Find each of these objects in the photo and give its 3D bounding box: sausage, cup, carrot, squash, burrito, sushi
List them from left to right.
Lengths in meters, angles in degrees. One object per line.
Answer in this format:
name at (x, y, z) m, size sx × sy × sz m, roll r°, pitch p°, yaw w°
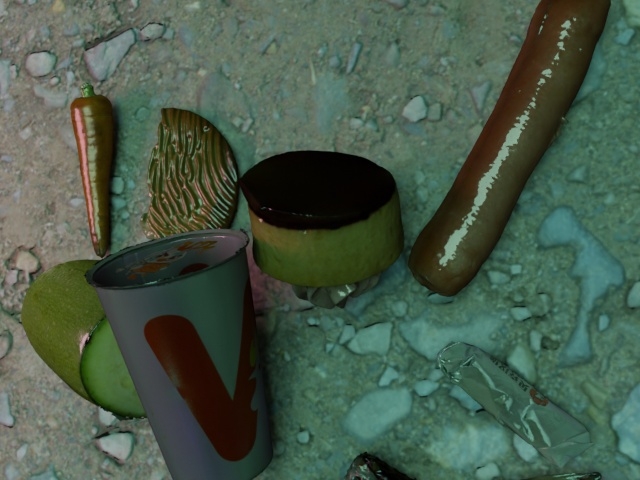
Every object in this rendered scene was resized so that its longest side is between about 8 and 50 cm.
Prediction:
carrot at (-0.328, -0.103, 1.143) m, size 0.061 × 0.061 × 0.257 m, roll -5°, pitch 92°, yaw 16°
squash at (-0.304, 0.129, 1.117) m, size 0.260 × 0.189 × 0.189 m, roll 16°, pitch 87°, yaw 54°
cup at (-0.150, 0.148, 0.952) m, size 0.202 × 0.203 × 0.289 m, roll -6°, pitch 106°, yaw 16°
sushi at (0.063, 0.312, 0.939) m, size 0.084 × 0.098 × 0.094 m, roll 30°, pitch 90°, yaw 17°
burrito at (0.227, 0.191, 0.927) m, size 0.203 × 0.064 × 0.064 m, roll 37°, pitch 94°, yaw 16°
sausage at (0.233, -0.124, 0.949) m, size 0.094 × 0.094 × 0.419 m, roll 27°, pitch 91°, yaw -11°

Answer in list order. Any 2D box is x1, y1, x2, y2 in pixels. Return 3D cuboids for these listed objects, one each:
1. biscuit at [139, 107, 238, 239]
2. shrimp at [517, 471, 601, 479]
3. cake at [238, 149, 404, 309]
biscuit at (-0.199, -0.082, 1.106) m, size 0.176 × 0.031 × 0.229 m, roll -31°, pitch 76°, yaw 10°
shrimp at (0.260, 0.348, 0.905) m, size 0.217 × 0.051 × 0.150 m, roll -21°, pitch 84°, yaw 17°
cake at (0.000, 0.000, 0.970) m, size 0.207 × 0.185 × 0.178 m, roll 7°, pitch 122°, yaw 3°
